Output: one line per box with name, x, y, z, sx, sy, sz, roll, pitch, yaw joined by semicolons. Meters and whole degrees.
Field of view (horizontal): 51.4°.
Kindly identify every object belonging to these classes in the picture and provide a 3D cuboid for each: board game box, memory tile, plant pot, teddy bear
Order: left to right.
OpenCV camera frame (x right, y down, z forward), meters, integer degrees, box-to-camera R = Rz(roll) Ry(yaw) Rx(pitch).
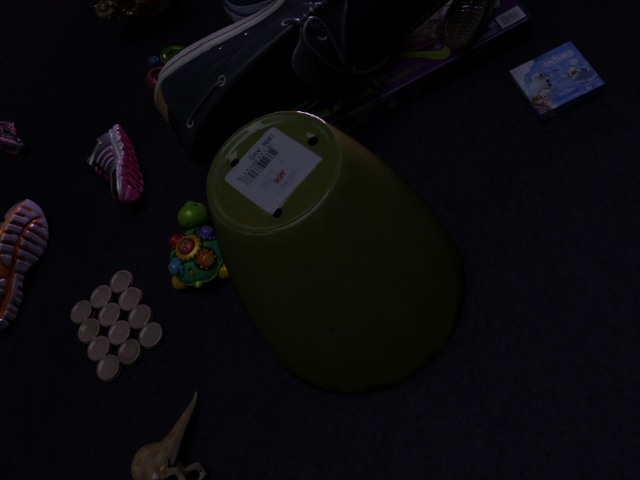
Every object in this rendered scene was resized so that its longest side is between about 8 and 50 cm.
memory tile;-0.293;0.120;0.954;0.113;0.012;0.148;-39;57;-1
teddy bear;-0.327;-0.532;1.270;0.245;0.113;0.338;-24;50;0
plant pot;0.000;0.000;0.735;0.275;0.293;0.274;-9;61;17
board game box;0.109;-0.298;0.999;0.347;0.056;0.208;-27;61;6
board game box;0.314;-0.213;0.888;0.090;0.020;0.090;-26;56;7

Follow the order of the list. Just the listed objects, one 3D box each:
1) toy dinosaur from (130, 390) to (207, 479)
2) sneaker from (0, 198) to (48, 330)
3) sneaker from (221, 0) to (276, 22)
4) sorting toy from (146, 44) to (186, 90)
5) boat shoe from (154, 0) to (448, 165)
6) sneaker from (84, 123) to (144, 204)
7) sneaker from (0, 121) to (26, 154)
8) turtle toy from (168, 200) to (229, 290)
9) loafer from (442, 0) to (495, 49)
toy dinosaur;-0.188;0.274;0.809;0.093;0.053;0.183;24;74;31
sneaker;-0.501;0.032;1.042;0.083;0.084;0.214;3;66;28
sneaker;-0.007;-0.421;0.952;0.330;0.147;0.129;-17;64;11
sorting toy;-0.265;-0.290;1.149;0.061;0.042;0.102;22;60;13
boat shoe;0.002;-0.256;0.888;0.500;0.187;0.156;-27;59;13
sneaker;-0.334;-0.111;1.064;0.075;0.063;0.170;-27;52;6
sneaker;-0.574;-0.195;1.215;0.119;0.047;0.057;21;62;28
turtle toy;-0.175;0.007;0.935;0.095;0.066;0.130;-15;59;14
loafer;0.215;-0.328;0.920;0.056;0.050;0.148;23;89;33
